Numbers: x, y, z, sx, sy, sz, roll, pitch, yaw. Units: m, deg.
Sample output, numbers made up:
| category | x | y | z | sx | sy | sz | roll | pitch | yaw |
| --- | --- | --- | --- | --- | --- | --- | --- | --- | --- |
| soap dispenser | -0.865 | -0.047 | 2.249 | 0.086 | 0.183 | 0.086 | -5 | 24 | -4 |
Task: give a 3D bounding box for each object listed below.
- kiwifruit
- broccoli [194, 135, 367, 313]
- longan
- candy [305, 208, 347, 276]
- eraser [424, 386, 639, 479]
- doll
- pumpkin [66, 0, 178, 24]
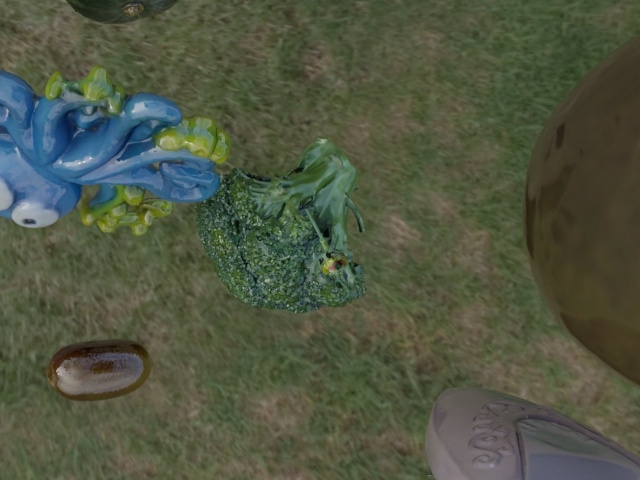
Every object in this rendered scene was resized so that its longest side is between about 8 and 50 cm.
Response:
| category | x | y | z | sx | sy | sz | roll | pitch | yaw |
| --- | --- | --- | --- | --- | --- | --- | --- | --- | --- |
| kiwifruit | -0.253 | 0.149 | 1.276 | 0.124 | 0.075 | 0.075 | -7 | 105 | -38 |
| broccoli | -0.042 | -0.021 | 1.479 | 0.241 | 0.261 | 0.269 | -47 | 137 | -8 |
| longan | 0.286 | -0.019 | 0.805 | 0.297 | 0.297 | 0.297 | -5 | 104 | -19 |
| candy | 0.000 | 0.000 | 0.992 | 0.025 | 0.083 | 0.023 | -38 | 140 | 10 |
| eraser | 0.165 | 0.165 | 0.912 | 0.204 | 0.243 | 0.059 | 9 | 101 | -22 |
| doll | -0.272 | -0.081 | 1.185 | 0.346 | 0.341 | 0.098 | 26 | 58 | -41 |
| pumpkin | -0.264 | -0.372 | 1.486 | 0.190 | 0.190 | 0.146 | -26 | 77 | -12 |
